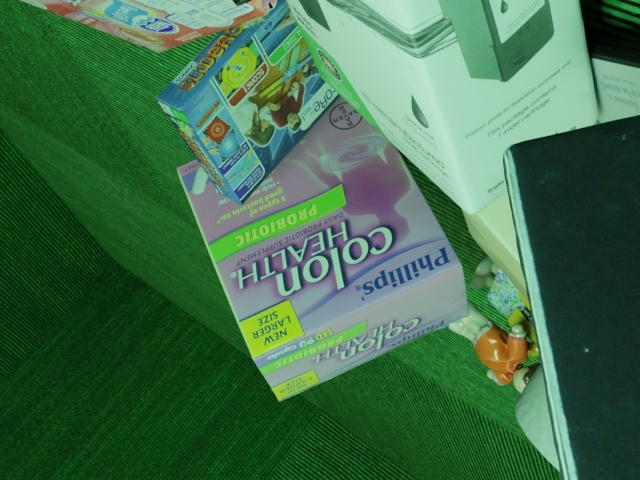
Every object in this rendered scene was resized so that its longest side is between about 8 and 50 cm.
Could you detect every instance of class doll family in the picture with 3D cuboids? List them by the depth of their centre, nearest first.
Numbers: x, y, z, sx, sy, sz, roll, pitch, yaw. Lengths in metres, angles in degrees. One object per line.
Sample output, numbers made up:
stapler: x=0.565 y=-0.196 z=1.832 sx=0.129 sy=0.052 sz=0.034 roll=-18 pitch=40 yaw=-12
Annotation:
doll family: x=0.232 y=0.051 z=1.010 sx=0.163 sy=0.118 sz=0.263 roll=41 pitch=148 yaw=24

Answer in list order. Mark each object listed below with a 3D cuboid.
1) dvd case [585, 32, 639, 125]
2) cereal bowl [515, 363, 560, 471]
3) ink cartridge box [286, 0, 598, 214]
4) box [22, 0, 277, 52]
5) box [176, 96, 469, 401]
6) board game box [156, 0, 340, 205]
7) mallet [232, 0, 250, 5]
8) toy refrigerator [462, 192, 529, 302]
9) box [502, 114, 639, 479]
dvd case: x=0.245 y=-0.036 z=0.705 sx=0.253 sy=0.022 sz=0.180 roll=55 pitch=177 yaw=-21
cereal bowl: x=0.347 y=0.169 z=0.848 sx=0.339 sy=0.141 sz=0.339 roll=26 pitch=-171 yaw=-5
ink cartridge box: x=0.050 y=-0.188 z=0.633 sx=0.211 sy=0.121 sz=0.289 roll=49 pitch=173 yaw=39
box: x=-0.141 y=-0.261 z=0.833 sx=0.154 sy=0.142 sz=0.300 roll=18 pitch=176 yaw=-25
box: x=0.000 y=0.000 z=1.011 sx=0.117 sy=0.213 sz=0.243 roll=69 pitch=176 yaw=-59
board game box: x=-0.041 y=-0.147 z=0.888 sx=0.035 sy=0.201 sz=0.136 roll=29 pitch=160 yaw=36
mallet: x=-0.035 y=-0.177 z=0.599 sx=0.062 sy=0.039 sz=0.190 roll=58 pitch=171 yaw=-19
toy refrigerator: x=0.224 y=0.042 z=0.733 sx=0.269 sy=0.102 sz=0.094 roll=53 pitch=178 yaw=31
box: x=0.283 y=0.077 z=0.449 sx=0.343 sy=0.179 sz=0.312 roll=-12 pitch=143 yaw=12
